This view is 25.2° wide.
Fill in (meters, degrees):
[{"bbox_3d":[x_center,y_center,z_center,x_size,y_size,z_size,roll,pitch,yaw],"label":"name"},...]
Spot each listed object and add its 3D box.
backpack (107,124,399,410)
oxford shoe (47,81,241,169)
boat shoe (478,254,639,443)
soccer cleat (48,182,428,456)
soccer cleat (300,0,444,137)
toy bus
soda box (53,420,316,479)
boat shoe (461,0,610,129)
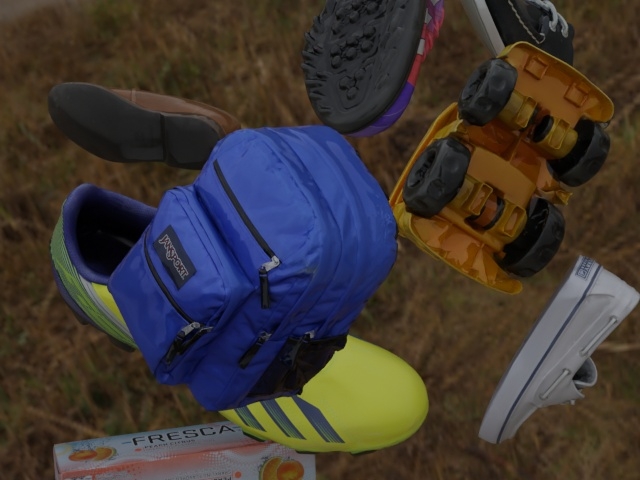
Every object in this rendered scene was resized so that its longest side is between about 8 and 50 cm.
[{"bbox_3d":[-0.028,0.010,0.642,0.101,0.120,0.098,-8,56,-50],"label":"backpack"},{"bbox_3d":[-0.181,-0.122,1.473,0.212,0.076,0.076,16,28,18],"label":"oxford shoe"},{"bbox_3d":[0.243,0.132,1.477,0.084,0.258,0.095,30,42,7],"label":"boat shoe"},{"bbox_3d":[-0.061,0.052,0.959,0.289,0.121,0.093,25,53,17],"label":"soccer cleat"},{"bbox_3d":[0.057,-0.175,1.147,0.109,0.116,0.318,-26,36,23],"label":"soccer cleat"},{"bbox_3d":[0.158,-0.073,1.417,0.220,0.149,0.211,-60,16,-4],"label":"toy bus"},{"bbox_3d":[-0.096,0.170,1.023,0.183,0.063,0.058,-6,14,-14],"label":"soda box"},{"bbox_3d":[0.223,-0.203,1.500,0.091,0.302,0.114,-28,52,9],"label":"boat shoe"}]
